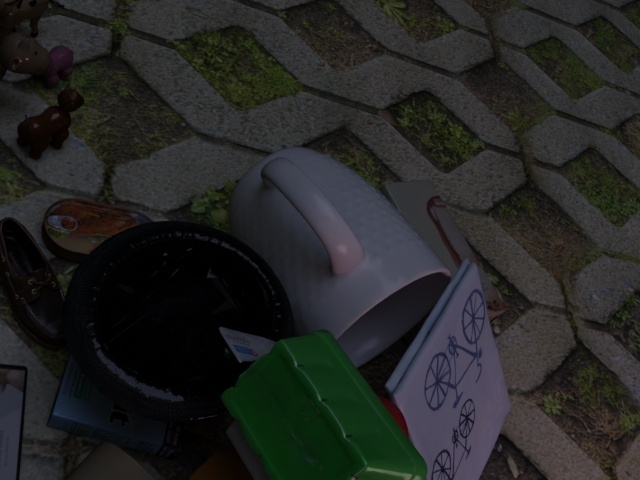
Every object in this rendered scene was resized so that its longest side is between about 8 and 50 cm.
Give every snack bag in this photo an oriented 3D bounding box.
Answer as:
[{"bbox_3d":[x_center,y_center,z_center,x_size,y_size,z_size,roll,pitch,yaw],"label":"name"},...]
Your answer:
[{"bbox_3d":[0.218,0.255,1.371,0.323,0.037,0.343,-52,132,-42],"label":"snack bag"}]

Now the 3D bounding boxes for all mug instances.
[{"bbox_3d":[0.000,0.000,1.361,0.276,0.374,0.328,-36,69,-6],"label":"mug"}]

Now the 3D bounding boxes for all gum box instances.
[{"bbox_3d":[-0.281,0.215,1.235,0.184,0.041,0.157,20,47,-17],"label":"gum box"}]

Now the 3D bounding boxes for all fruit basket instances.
[{"bbox_3d":[0.034,0.265,1.097,0.327,0.165,0.353,52,5,29],"label":"fruit basket"}]

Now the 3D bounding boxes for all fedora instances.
[{"bbox_3d":[-0.208,0.131,1.208,0.334,0.152,0.334,17,49,-20],"label":"fedora"}]

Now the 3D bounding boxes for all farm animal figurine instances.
[{"bbox_3d":[-0.536,-0.309,1.398,0.326,0.172,0.330,-6,59,-35],"label":"farm animal figurine"}]

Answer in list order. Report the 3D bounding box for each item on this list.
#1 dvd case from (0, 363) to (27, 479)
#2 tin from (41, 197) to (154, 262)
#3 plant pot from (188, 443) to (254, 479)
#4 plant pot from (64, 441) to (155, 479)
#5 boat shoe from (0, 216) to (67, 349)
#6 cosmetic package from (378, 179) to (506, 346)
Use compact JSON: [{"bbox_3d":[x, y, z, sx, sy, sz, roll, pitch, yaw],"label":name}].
[{"bbox_3d":[-0.511,0.231,1.093,0.253,0.022,0.180,10,51,-25],"label":"dvd case"},{"bbox_3d":[-0.350,-0.007,1.373,0.189,0.040,0.106,12,46,-23],"label":"tin"},{"bbox_3d":[-0.088,0.380,1.133,0.188,0.205,0.205,37,43,21],"label":"plant pot"},{"bbox_3d":[-0.278,0.415,0.961,0.274,0.256,0.256,-38,80,-30],"label":"plant pot"},{"bbox_3d":[-0.423,0.061,1.248,0.073,0.073,0.207,-25,72,-43],"label":"boat shoe"},{"bbox_3d":[0.191,0.049,1.585,0.129,0.153,0.296,-9,62,-38],"label":"cosmetic package"}]
